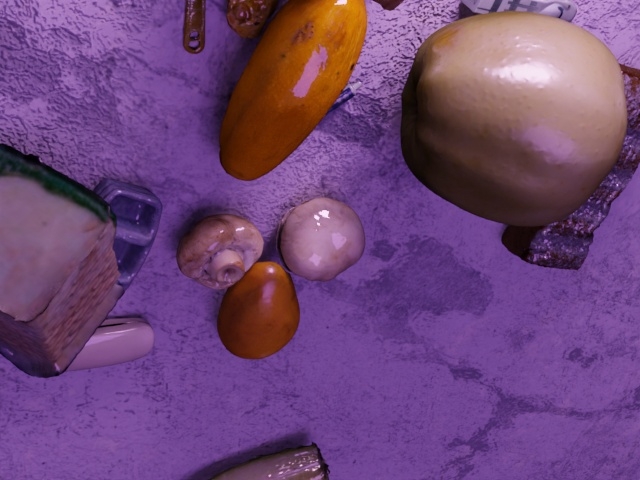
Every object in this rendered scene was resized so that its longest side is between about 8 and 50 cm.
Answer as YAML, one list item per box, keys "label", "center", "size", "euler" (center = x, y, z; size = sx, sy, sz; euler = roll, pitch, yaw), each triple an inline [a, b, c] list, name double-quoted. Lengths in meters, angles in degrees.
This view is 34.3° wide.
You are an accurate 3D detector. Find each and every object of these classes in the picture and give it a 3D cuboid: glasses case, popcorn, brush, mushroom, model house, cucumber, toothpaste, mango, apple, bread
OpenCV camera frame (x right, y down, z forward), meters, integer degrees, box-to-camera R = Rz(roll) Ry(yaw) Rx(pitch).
- label: "glasses case"
  center: [-0.385, 0.178, 1.771]
  size: [0.204, 0.051, 0.081]
  euler: [-5, 128, -25]
- label: "popcorn"
  center: [-0.110, -0.340, 1.509]
  size: [0.084, 0.084, 0.084]
  euler: [-15, 131, -18]
- label: "brush"
  center: [-0.177, -0.364, 1.478]
  size: [0.083, 0.010, 0.218]
  euler: [-8, 129, -23]
- label: "mushroom"
  center: [-0.167, 0.018, 1.720]
  size: [0.148, 0.112, 0.148]
  euler: [-12, 136, -12]
- label: "model house"
  center: [-0.449, 0.049, 1.493]
  size: [0.243, 0.298, 0.284]
  euler: [-56, 162, -30]
- label: "mushroom"
  center: [0.000, 0.000, 1.797]
  size: [0.154, 0.122, 0.154]
  euler: [-1, 92, -22]
- label: "cucumber"
  center: [-0.149, 0.512, 2.136]
  size: [0.325, 0.105, 0.145]
  euler: [-18, 159, -14]
- label: "toothpaste"
  center: [0.008, -0.218, 1.689]
  size: [0.140, 0.021, 0.037]
  euler: [-33, 127, 1]
- label: "mango"
  center: [-0.047, -0.230, 1.543]
  size: [0.144, 0.187, 0.359]
  euler: [32, 112, -5]
- label: "apple"
  center: [0.297, -0.196, 1.648]
  size: [0.357, 0.357, 0.357]
  euler: [-15, 131, -18]
- label: "mango"
  center: [-0.104, 0.121, 1.830]
  size: [0.147, 0.109, 0.227]
  euler: [6, 133, -15]
- label: "bread"
  center: [0.506, -0.134, 1.960]
  size: [0.165, 0.113, 0.416]
  euler: [4, 122, -33]

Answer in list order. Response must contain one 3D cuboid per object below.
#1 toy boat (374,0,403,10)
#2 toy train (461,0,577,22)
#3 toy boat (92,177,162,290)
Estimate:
- label: "toy boat"
  center: [0.105, -0.428, 1.510]
  size: [0.061, 0.116, 0.188]
  euler: [4, 121, -25]
- label: "toy train"
  center: [0.342, -0.386, 1.713]
  size: [0.234, 0.051, 0.052]
  euler: [5, 126, -31]
- label: "toy boat"
  center: [-0.354, 0.029, 1.652]
  size: [0.127, 0.078, 0.283]
  euler: [17, 116, -38]
